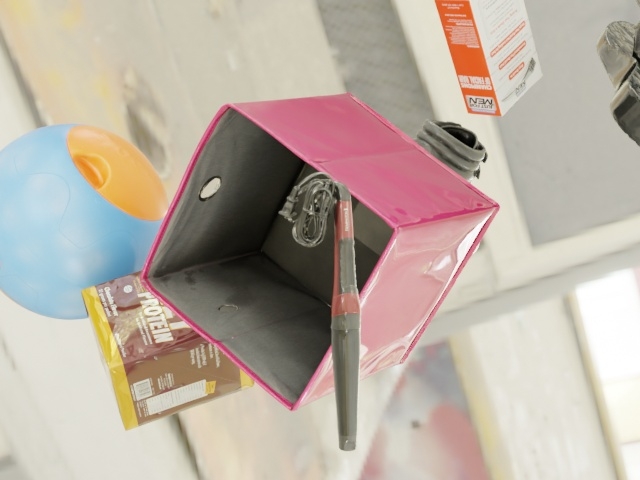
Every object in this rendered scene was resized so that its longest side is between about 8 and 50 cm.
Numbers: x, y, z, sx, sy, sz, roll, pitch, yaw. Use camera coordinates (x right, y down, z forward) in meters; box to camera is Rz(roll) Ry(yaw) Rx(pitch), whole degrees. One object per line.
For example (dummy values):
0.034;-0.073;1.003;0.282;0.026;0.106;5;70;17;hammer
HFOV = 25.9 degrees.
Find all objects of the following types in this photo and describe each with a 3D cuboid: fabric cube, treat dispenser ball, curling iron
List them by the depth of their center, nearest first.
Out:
0.012;0.069;1.351;0.035;0.068;0.274;-28;110;-72;curling iron
0.000;0.000;1.605;0.259;0.254;0.258;38;26;21;fabric cube
-0.363;-0.027;2.033;0.288;0.288;0.288;-14;90;-74;treat dispenser ball

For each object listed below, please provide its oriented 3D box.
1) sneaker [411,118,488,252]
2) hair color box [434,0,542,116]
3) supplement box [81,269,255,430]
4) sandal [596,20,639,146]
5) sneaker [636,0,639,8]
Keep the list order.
0.186;-0.074;1.911;0.104;0.147;0.296;41;8;29;sneaker
0.186;-0.233;1.548;0.093;0.053;0.167;-44;127;-34;hair color box
-0.204;0.135;1.897;0.191;0.194;0.129;90;-22;-57;supplement box
0.425;-0.190;1.645;0.168;0.107;0.445;36;22;-7;sandal
0.385;-0.206;1.366;0.232;0.081;0.090;46;10;-23;sneaker
